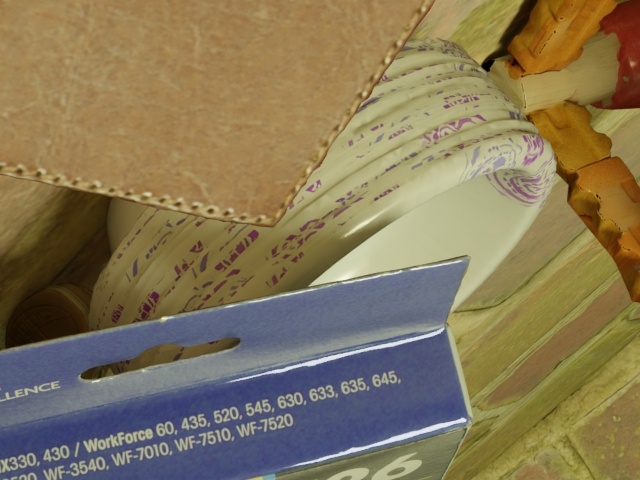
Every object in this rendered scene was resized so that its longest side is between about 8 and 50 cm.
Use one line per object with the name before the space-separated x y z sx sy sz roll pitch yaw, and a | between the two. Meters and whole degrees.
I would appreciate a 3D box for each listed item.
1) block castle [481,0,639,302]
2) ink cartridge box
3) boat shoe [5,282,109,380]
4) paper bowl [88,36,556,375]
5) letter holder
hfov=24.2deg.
block castle | 0.325 -0.149 0.947 0.213 0.303 0.453 -19 155 -31
ink cartridge box | -0.078 0.134 0.790 0.303 0.072 0.307 -12 155 -12
boat shoe | -0.163 0.072 0.957 0.059 0.063 0.170 -39 168 -37
paper bowl | -0.011 -0.010 0.887 0.284 0.148 0.284 -33 162 -12
letter holder | -0.038 -0.175 0.308 0.214 0.152 0.302 10 124 -46
